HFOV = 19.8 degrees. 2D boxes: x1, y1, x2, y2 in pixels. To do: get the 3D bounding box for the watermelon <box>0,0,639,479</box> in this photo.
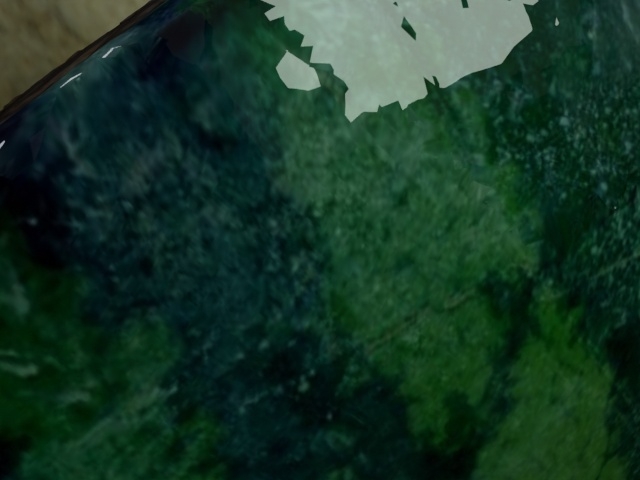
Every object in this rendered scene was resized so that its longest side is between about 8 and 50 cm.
[{"bbox_3d":[0.008,0.031,0.473,0.222,0.292,0.319,58,29,-12],"label":"watermelon"}]
